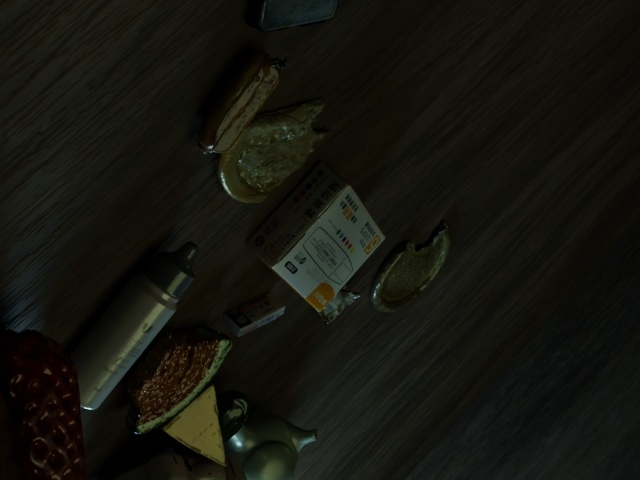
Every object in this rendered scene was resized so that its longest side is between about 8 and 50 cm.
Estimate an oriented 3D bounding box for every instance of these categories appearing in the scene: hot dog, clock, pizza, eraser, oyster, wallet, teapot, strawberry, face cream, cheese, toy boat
[{"bbox_3d":[-0.122,-0.209,1.198,0.188,0.055,0.072,-53,154,3],"label":"hot dog"},{"bbox_3d":[-0.318,0.530,1.644,0.284,0.114,0.309,-29,147,10],"label":"clock"},{"bbox_3d":[-0.070,-0.152,1.359,0.262,0.034,0.181,-28,144,-35],"label":"pizza"},{"bbox_3d":[-0.131,0.146,1.599,0.122,0.052,0.029,-24,143,-40],"label":"eraser"},{"bbox_3d":[0.033,0.136,1.820,0.108,0.053,0.165,-31,158,3],"label":"oyster"},{"bbox_3d":[-0.024,-0.404,1.136,0.167,0.036,0.222,-24,140,-39],"label":"wallet"},{"bbox_3d":[-0.173,0.483,1.839,0.318,0.149,0.220,27,87,-37],"label":"teapot"},{"bbox_3d":[-0.401,0.244,1.118,0.150,0.280,0.253,-16,127,-50],"label":"strawberry"},{"bbox_3d":[-0.301,0.126,1.298,0.311,0.092,0.092,-52,151,1],"label":"face cream"},{"bbox_3d":[-0.240,0.368,1.589,0.126,0.093,0.171,-39,119,-20],"label":"cheese"},{"bbox_3d":[-0.233,0.391,1.683,0.210,0.052,0.104,-43,112,11],"label":"toy boat"}]

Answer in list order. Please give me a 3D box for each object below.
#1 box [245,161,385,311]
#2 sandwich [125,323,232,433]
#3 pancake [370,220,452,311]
[{"bbox_3d":[0.000,0.000,1.575,0.221,0.091,0.274,-49,151,-2],"label":"box"},{"bbox_3d":[-0.284,0.247,1.486,0.235,0.079,0.159,-55,141,0],"label":"sandwich"},{"bbox_3d":[0.238,0.069,2.054,0.286,0.033,0.288,-52,151,4],"label":"pancake"}]
